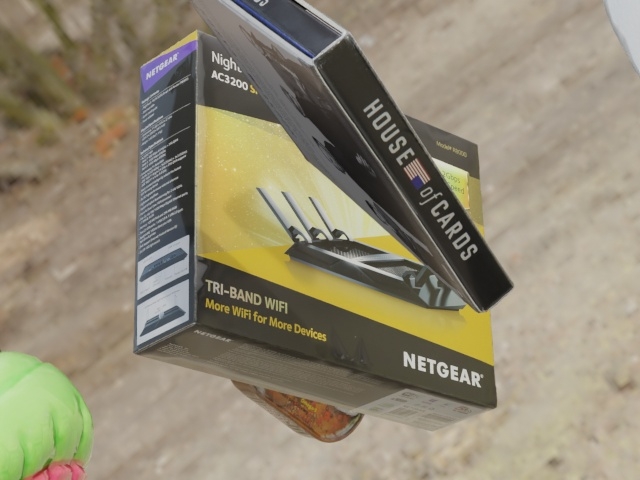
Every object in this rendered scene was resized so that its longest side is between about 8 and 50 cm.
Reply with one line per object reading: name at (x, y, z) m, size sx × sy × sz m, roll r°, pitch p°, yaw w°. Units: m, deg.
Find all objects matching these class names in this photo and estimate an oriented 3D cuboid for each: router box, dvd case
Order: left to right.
router box at (0.000, 0.000, 1.378) m, size 0.081 × 0.309 × 0.243 m, roll -27°, pitch 56°, yaw 43°
dvd case at (0.002, -0.073, 0.951) m, size 0.029 × 0.179 × 0.238 m, roll -39°, pitch 33°, yaw -4°

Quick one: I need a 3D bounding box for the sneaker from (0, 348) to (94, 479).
sneaker at (-0.218, 0.073, 0.423) m, size 0.483 × 0.202 × 0.185 m, roll 42°, pitch -111°, yaw -78°

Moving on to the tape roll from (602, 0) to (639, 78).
tape roll at (0.267, -0.118, 0.802) m, size 0.100 × 0.286 × 0.286 m, roll -49°, pitch 2°, yaw 45°

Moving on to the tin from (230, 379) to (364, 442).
tin at (-0.020, 0.120, 1.665) m, size 0.040 × 0.190 × 0.106 m, roll 11°, pitch 67°, yaw 45°
